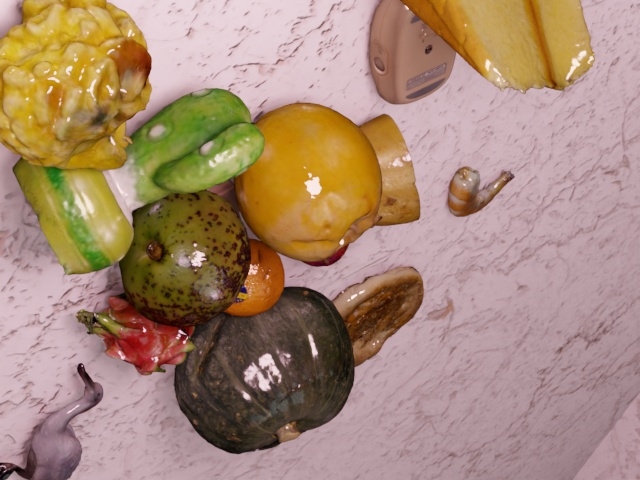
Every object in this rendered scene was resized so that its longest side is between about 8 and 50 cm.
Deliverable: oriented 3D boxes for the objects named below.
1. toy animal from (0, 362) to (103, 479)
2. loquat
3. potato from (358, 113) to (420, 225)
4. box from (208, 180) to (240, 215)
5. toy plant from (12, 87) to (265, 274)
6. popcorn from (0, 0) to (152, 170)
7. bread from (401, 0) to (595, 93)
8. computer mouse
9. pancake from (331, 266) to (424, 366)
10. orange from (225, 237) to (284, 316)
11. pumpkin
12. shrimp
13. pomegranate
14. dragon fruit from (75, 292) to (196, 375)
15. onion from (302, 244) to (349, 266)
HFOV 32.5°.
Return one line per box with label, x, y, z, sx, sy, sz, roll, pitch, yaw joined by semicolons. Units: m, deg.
toy animal;-0.459;0.350;1.884;0.324;0.090;0.195;-41;148;7
loquat;-0.027;-0.091;1.633;0.244;0.244;0.244;-26;146;-20
potato;0.066;-0.098;1.804;0.158;0.178;0.203;-20;164;-2
box;-0.155;-0.047;1.760;0.048;0.025;0.115;-32;148;-21
toy plant;-0.231;-0.096;1.461;0.316;0.224;0.184;-27;120;-8
popcorn;-0.300;-0.186;1.308;0.218;0.169;0.189;-50;158;-18
bread;0.232;-0.381;1.425;0.233;0.361;0.245;-16;144;-31
computer mouse;0.143;-0.312;1.678;0.145;0.082;0.236;-29;148;-17
pancake;0.098;0.157;2.248;0.282;0.049;0.282;-29;146;-22
orange;-0.124;0.059;1.833;0.135;0.136;0.117;-62;175;32
pumpkin;-0.098;0.235;1.958;0.328;0.257;0.291;-23;159;-10
shrimp;0.320;-0.111;2.139;0.166;0.049;0.161;-28;149;-19
pomegranate;-0.189;0.031;1.658;0.214;0.214;0.248;-45;153;9
dragon fruit;-0.290;0.134;1.748;0.137;0.135;0.236;-39;145;7
onion;0.000;0.000;1.912;0.107;0.097;0.107;-9;131;-10
